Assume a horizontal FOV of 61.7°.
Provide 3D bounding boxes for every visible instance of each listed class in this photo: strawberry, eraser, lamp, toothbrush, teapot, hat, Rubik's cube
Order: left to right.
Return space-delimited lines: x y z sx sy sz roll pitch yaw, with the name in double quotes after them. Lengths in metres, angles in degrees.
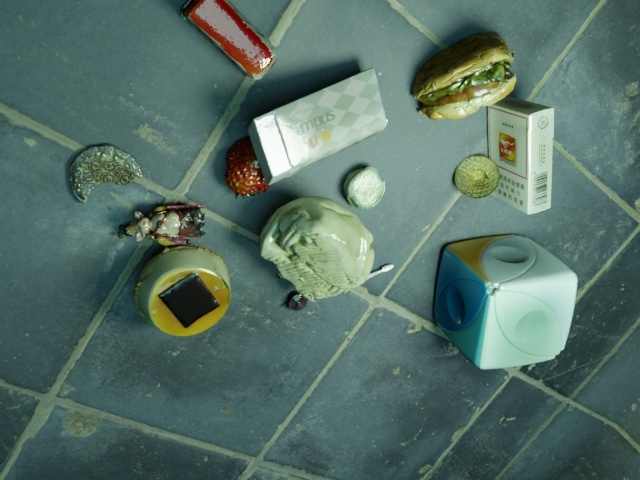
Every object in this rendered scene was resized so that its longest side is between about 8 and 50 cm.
-0.458 -0.045 1.538 0.253 0.118 0.118 -2 115 -10 "lamp"
-0.182 -0.221 1.543 0.175 0.106 0.235 5 112 -20 "strawberry"
-0.073 0.206 1.815 0.100 0.045 0.067 -22 121 -5 "teapot"
0.000 -0.319 1.509 0.397 0.082 0.213 -29 119 -20 "eraser"
0.131 0.138 1.856 0.269 0.027 0.021 -22 84 -6 "toothbrush"
0.523 -0.207 1.798 0.146 0.067 0.146 -1 85 12 "hat"
0.625 0.203 1.855 0.347 0.352 0.351 -6 114 -14 "Rubik's cube"

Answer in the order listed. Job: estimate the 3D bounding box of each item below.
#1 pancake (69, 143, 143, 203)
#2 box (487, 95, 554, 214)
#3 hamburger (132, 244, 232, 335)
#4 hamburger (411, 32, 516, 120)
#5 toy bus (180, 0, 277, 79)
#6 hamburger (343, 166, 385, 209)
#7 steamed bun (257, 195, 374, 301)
-0.593 -0.178 1.487 0.191 0.020 0.184 9 111 -20 "pancake"
0.632 -0.273 1.707 0.095 0.210 0.330 -19 119 -12 "box"
-0.410 0.146 1.606 0.294 0.179 0.276 -35 129 -5 "hamburger"
0.448 -0.480 1.558 0.330 0.209 0.162 -31 120 -3 "hamburger"
-0.223 -0.526 1.376 0.121 0.120 0.265 -45 118 8 "toy bus"
0.140 -0.162 1.696 0.133 0.062 0.140 -29 117 -4 "hamburger"
0.000 0.000 1.633 0.347 0.237 0.394 19 145 3 "steamed bun"
